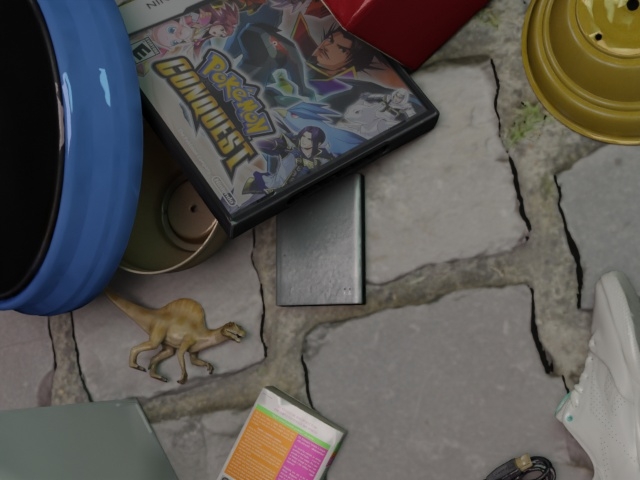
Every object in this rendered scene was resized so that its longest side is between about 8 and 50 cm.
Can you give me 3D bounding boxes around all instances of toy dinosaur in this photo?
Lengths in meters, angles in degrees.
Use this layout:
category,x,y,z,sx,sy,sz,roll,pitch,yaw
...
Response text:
category,x,y,z,sx,sy,sz,roll,pitch,yaw
toy dinosaur,-0.168,0.102,1.030,0.183,0.053,0.093,16,73,13

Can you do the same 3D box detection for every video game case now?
category,x,y,z,sx,sy,sz,roll,pitch,yaw
video game case,-0.059,-0.168,0.958,0.248,0.035,0.275,-30,71,-21

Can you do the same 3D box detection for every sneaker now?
category,x,y,z,sx,sy,sz,roll,pitch,yaw
sneaker,0.255,0.136,0.856,0.094,0.080,0.212,-12,80,30

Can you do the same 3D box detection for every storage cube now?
category,x,y,z,sx,sy,sz,roll,pitch,yaw
storage cube,0.078,-0.306,0.906,0.193,0.215,0.184,-42,72,17

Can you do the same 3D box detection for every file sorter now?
category,x,y,z,sx,sy,sz,roll,pitch,yaw
file sorter,-0.270,0.285,0.913,0.173,0.277,0.193,-36,73,14

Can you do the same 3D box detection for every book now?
category,x,y,z,sx,sy,sz,roll,pitch,yaw
book,-0.047,0.235,0.970,0.096,0.035,0.144,29,93,18

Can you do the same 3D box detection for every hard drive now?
category,x,y,z,sx,sy,sz,roll,pitch,yaw
hard drive,0.000,0.000,0.989,0.094,0.022,0.135,-3,82,19

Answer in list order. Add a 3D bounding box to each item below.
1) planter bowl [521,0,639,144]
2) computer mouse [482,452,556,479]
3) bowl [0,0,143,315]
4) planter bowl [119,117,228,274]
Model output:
category,x,y,z,sx,sy,sz,roll,pitch,yaw
planter bowl,0.289,-0.204,0.877,0.217,0.090,0.217,-3,81,19
computer mouse,0.209,0.295,0.867,0.106,0.042,0.193,-35,67,7
bowl,-0.322,-0.113,0.995,0.391,0.077,0.391,5,97,47
planter bowl,-0.152,-0.039,1.002,0.162,0.109,0.162,-3,81,19
